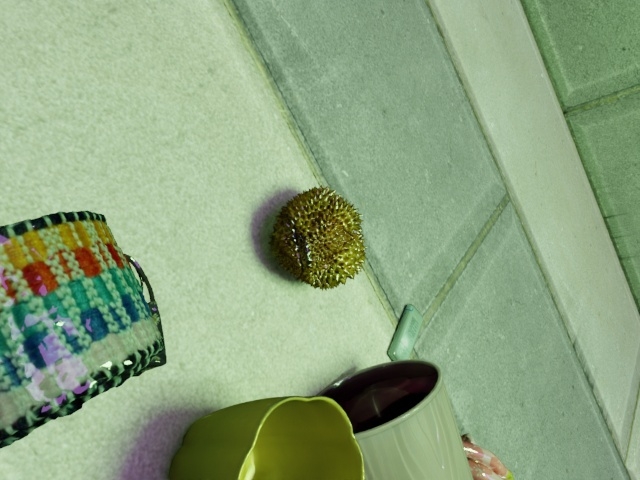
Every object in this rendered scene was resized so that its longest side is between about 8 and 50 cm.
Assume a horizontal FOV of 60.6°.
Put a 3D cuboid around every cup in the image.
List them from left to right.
[{"bbox_3d":[0.097,0.347,0.784,0.288,0.208,0.273,-31,103,-56],"label":"cup"}]

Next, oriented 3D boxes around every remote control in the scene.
[{"bbox_3d":[0.164,0.181,1.043,0.053,0.017,0.124,50,49,-27],"label":"remote control"}]

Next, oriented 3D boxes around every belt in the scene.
[{"bbox_3d":[-0.277,0.080,0.438,0.161,0.295,0.207,64,27,-2],"label":"belt"}]

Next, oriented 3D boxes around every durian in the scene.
[{"bbox_3d":[0.000,0.000,0.840,0.158,0.137,0.168,48,37,1],"label":"durian"}]

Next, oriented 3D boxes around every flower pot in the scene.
[{"bbox_3d":[-0.075,0.276,0.648,0.195,0.179,0.195,12,72,-44],"label":"flower pot"}]

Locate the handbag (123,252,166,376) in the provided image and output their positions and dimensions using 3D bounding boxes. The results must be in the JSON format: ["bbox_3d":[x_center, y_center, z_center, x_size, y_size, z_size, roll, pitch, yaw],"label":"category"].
[{"bbox_3d":[-0.232,0.079,0.618,0.115,0.072,0.139,17,64,-39],"label":"handbag"}]

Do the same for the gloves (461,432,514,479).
[{"bbox_3d":[0.316,0.477,1.054,0.145,0.126,0.241,-45,120,-38],"label":"gloves"}]
